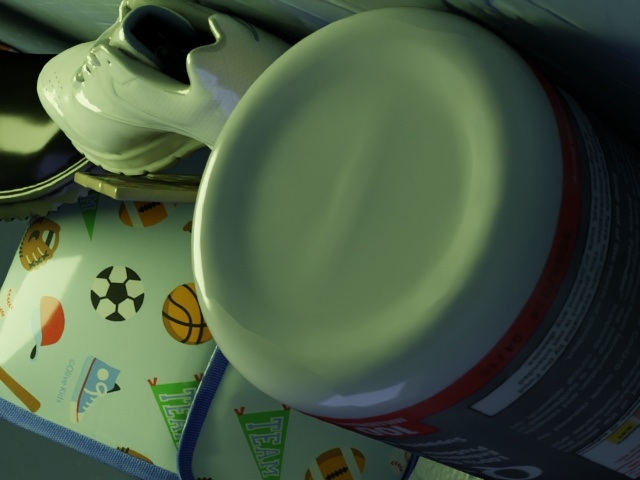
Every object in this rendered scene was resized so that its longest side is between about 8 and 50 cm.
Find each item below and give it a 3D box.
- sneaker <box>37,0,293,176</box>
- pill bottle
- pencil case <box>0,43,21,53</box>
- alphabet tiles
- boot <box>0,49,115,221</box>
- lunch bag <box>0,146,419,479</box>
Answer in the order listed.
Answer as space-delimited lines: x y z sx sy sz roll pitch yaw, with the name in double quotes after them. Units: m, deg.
-0.100 -0.111 1.129 0.297 0.111 0.129 7 152 50 "sneaker"
0.114 0.031 0.973 0.210 0.210 0.363 18 174 40 "pill bottle"
-0.401 -0.154 1.723 0.284 0.124 0.124 16 172 44 "pencil case"
0.010 -0.029 1.227 0.342 0.011 0.285 3 -176 -17 "alphabet tiles"
-0.298 -0.141 1.386 0.348 0.131 0.260 -14 125 37 "boot"
-0.071 0.067 1.521 0.385 0.328 0.239 22 177 15 "lunch bag"
